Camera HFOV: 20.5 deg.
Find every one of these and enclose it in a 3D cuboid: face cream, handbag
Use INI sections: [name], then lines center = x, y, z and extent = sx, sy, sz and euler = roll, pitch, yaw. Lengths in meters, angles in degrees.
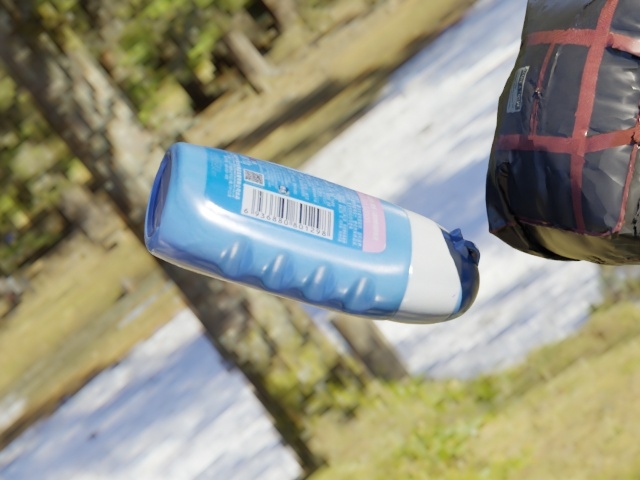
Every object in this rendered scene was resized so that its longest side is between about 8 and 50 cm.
[face cream]
center = 0.000, 0.000, 1.369
extent = 0.149, 0.264, 0.083
euler = -97, 27, -59
[handbag]
center = 0.219, -0.088, 1.307
extent = 0.169, 0.155, 0.215
euler = 2, 78, 55
